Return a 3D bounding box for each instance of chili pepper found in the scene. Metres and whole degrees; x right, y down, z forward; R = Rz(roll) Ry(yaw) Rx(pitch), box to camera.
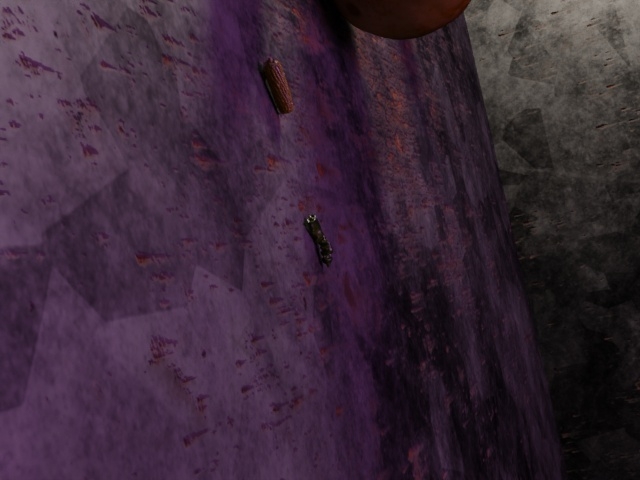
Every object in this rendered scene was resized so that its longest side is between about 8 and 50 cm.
[{"bbox_3d":[0.000,0.000,1.293,0.083,0.022,0.027,67,-12,-25],"label":"chili pepper"}]

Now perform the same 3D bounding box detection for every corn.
[{"bbox_3d":[-0.059,-0.213,1.254,0.027,0.028,0.083,-79,154,-61],"label":"corn"}]

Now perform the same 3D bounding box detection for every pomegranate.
[{"bbox_3d":[0.136,-0.537,1.632,0.338,0.338,0.338,-13,90,-71],"label":"pomegranate"}]
